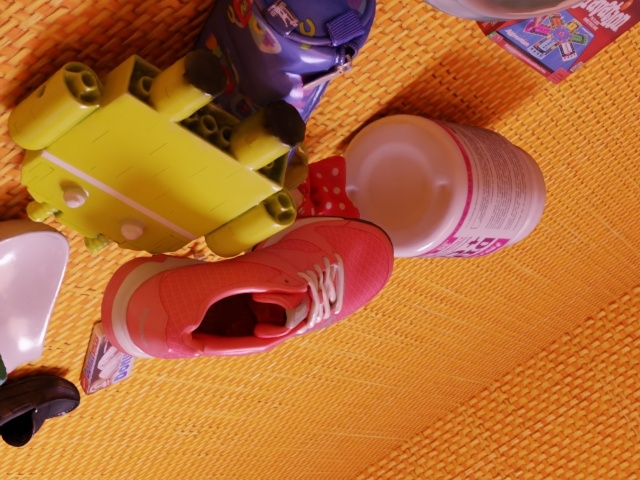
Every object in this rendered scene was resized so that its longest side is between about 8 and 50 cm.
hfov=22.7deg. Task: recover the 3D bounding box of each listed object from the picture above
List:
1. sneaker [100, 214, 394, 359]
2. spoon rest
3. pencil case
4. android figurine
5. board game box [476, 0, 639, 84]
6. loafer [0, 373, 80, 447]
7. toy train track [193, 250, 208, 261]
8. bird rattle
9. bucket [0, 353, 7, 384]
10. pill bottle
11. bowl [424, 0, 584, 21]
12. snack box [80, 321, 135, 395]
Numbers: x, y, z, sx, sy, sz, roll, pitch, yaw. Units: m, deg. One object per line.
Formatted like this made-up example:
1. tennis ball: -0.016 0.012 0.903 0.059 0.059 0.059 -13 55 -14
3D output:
1. sneaker: -0.038 0.059 1.467 0.313 0.116 0.136 -15 -161 -34
2. spoon rest: -0.307 0.061 1.556 0.137 0.084 0.276 -26 162 -18
3. pencil case: -0.051 -0.135 1.377 0.119 0.133 0.306 -21 161 -32
4. android figurine: -0.145 -0.063 1.351 0.248 0.056 0.273 32 138 -31
5. board game box: 0.280 -0.252 1.792 0.145 0.027 0.281 -39 161 16
6. loafer: -0.358 0.206 1.864 0.076 0.078 0.223 -40 161 24
7. toy train track: -0.161 0.033 1.843 0.048 0.014 0.083 -24 168 -45
8. bird rattle: -0.041 -0.006 1.659 0.143 0.207 0.253 -17 156 13
9. bucket: -0.371 0.061 1.161 0.183 0.281 0.281 -35 163 -3
10. pill bottle: 0.152 -0.059 1.872 0.160 0.160 0.283 -40 161 24
11. bowl: 0.140 -0.276 1.132 0.311 0.163 0.311 -15 145 -11
12. snack box: -0.254 0.135 1.944 0.064 0.022 0.178 -25 161 -25
